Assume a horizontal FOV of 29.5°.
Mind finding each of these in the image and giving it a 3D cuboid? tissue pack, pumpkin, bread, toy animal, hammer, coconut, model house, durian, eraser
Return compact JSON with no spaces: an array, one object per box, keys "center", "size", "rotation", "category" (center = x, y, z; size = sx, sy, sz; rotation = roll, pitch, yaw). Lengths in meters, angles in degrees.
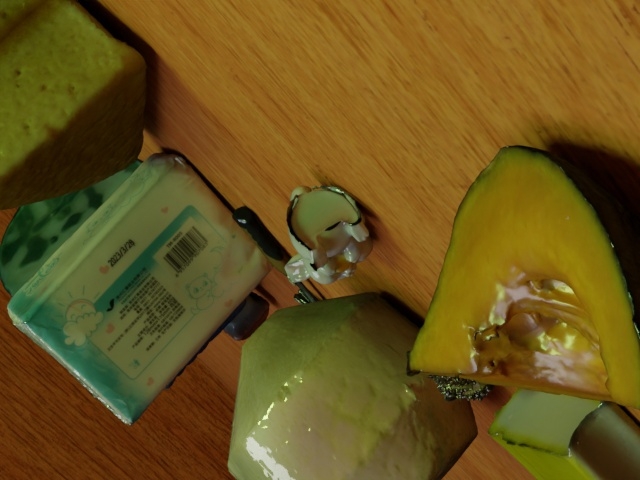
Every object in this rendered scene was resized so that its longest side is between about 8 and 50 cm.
[{"center":[-0.214,0.053,1.451],"size":[0.201,0.271,0.124],"rotation":[49,166,-29],"category":"tissue pack"},{"center":[0.156,0.023,0.704],"size":[0.130,0.149,0.254],"rotation":[1,177,-21],"category":"pumpkin"},{"center":[-0.323,-0.129,1.262],"size":[0.233,0.245,0.362],"rotation":[43,165,7],"category":"bread"},{"center":[0.005,0.004,1.088],"size":[0.085,0.071,0.124],"rotation":[35,166,25],"category":"toy animal"},{"center":[-0.044,0.030,1.438],"size":[0.078,0.021,0.201],"rotation":[25,159,52],"category":"hammer"},{"center":[0.022,0.172,1.244],"size":[0.259,0.259,0.259],"rotation":[39,167,11],"category":"coconut"},{"center":[-0.245,0.066,1.707],"size":[0.329,0.252,0.295],"rotation":[44,169,-38],"category":"model house"},{"center":[0.121,0.100,1.063],"size":[0.091,0.080,0.080],"rotation":[48,172,27],"category":"durian"},{"center":[0.261,0.221,1.056],"size":[0.226,0.069,0.158],"rotation":[45,165,-13],"category":"eraser"}]
